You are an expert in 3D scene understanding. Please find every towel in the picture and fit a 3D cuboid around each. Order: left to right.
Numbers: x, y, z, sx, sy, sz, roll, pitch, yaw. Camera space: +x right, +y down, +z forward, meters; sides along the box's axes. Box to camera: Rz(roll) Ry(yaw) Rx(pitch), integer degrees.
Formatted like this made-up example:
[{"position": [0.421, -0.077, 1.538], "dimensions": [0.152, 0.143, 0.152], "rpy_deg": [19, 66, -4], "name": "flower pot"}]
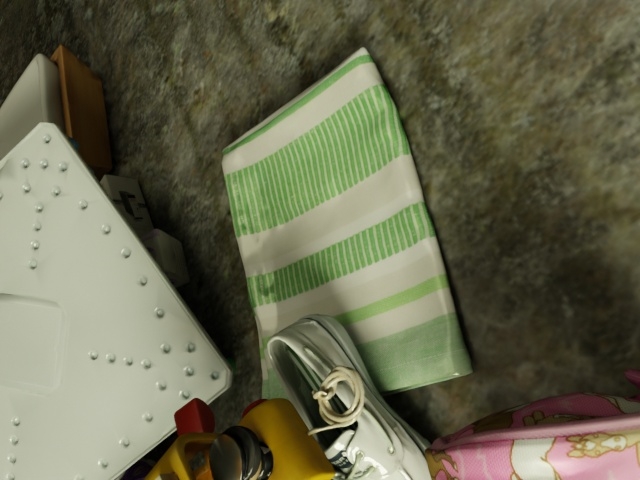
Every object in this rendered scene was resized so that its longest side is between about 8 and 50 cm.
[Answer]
[{"position": [0.000, 0.000, 0.601], "dimensions": [0.248, 0.038, 0.325], "rpy_deg": [-27, 66, 37], "name": "towel"}]

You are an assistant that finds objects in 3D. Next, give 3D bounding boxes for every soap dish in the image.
[{"position": [-0.471, -0.150, 1.016], "dimensions": [0.291, 0.118, 0.229], "rpy_deg": [-33, 62, 35], "name": "soap dish"}]

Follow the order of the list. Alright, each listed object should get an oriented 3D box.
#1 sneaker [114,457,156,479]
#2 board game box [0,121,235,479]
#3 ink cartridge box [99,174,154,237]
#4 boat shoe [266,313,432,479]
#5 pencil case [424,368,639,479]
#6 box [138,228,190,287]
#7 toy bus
[{"position": [-0.231, 0.311, 0.747], "dimensions": [0.170, 0.071, 0.068], "rpy_deg": [-22, 68, 40], "name": "sneaker"}, {"position": [-0.351, 0.124, 0.734], "dimensions": [0.390, 0.050, 0.390], "rpy_deg": [-39, 81, 10], "name": "board game box"}, {"position": [-0.297, -0.014, 0.871], "dimensions": [0.099, 0.056, 0.135], "rpy_deg": [-47, 55, 29], "name": "ink cartridge box"}, {"position": [0.026, 0.168, 0.493], "dimensions": [0.226, 0.075, 0.083], "rpy_deg": [52, 123, 19], "name": "boat shoe"}, {"position": [0.175, 0.270, 0.308], "dimensions": [0.160, 0.167, 0.386], "rpy_deg": [-43, 54, 57], "name": "pencil case"}, {"position": [-0.332, 0.082, 0.797], "dimensions": [0.324, 0.063, 0.067], "rpy_deg": [-23, 66, 12], "name": "box"}, {"position": [-0.076, 0.189, 0.426], "dimensions": [0.191, 0.104, 0.202], "rpy_deg": [-10, 69, 35], "name": "toy bus"}]
